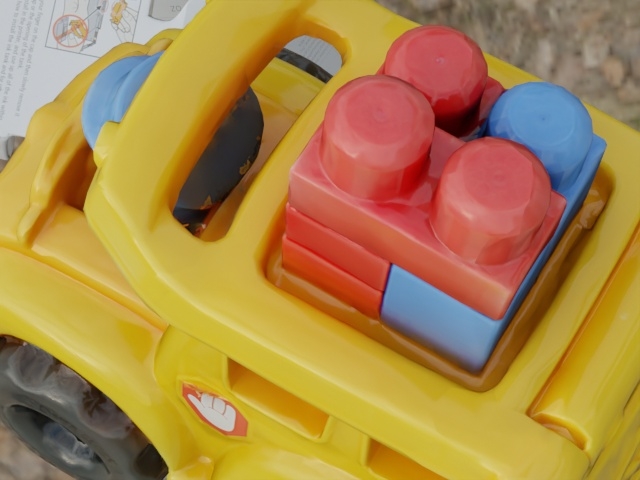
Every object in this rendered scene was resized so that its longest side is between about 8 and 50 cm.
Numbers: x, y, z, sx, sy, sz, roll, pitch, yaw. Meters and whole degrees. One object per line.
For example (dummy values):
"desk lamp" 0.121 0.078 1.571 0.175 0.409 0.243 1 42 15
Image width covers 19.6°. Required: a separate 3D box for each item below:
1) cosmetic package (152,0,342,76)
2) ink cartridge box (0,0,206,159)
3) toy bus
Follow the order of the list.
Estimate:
"cosmetic package" -0.081 -0.147 1.545 0.224 0.224 0.138 2 43 31
"ink cartridge box" -0.189 -0.202 1.277 0.261 0.066 0.296 12 76 -7
"toy bus" 0.000 0.000 0.514 0.220 0.211 0.149 28 68 13
